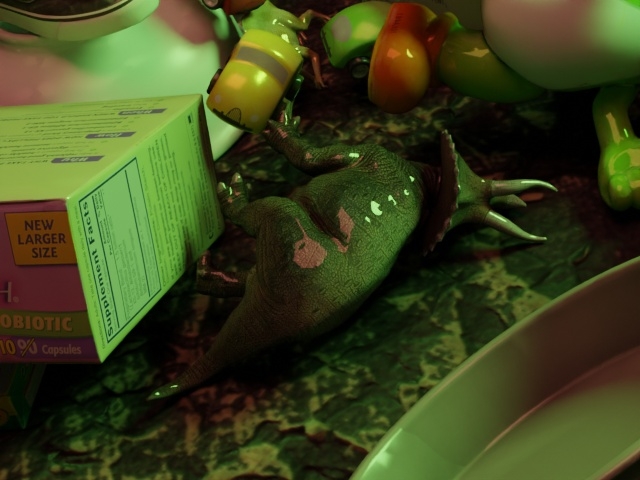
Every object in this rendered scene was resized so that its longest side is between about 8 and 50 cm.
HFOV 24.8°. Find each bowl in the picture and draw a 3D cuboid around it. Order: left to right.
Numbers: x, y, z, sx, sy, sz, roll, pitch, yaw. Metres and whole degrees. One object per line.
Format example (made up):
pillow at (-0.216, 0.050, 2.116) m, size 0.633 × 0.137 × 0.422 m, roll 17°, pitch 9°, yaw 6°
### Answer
bowl at (-0.204, -0.164, 1.275) m, size 0.298 × 0.134 × 0.298 m, roll -10°, pitch 39°, yaw 9°

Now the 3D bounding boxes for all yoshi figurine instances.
yoshi figurine at (0.217, -0.131, 1.033) m, size 0.362 × 0.203 × 0.203 m, roll 13°, pitch 75°, yaw 8°

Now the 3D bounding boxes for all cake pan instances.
cake pan at (0.134, 0.104, 0.802) m, size 0.293 × 0.054 × 0.293 m, roll -35°, pitch 9°, yaw 6°

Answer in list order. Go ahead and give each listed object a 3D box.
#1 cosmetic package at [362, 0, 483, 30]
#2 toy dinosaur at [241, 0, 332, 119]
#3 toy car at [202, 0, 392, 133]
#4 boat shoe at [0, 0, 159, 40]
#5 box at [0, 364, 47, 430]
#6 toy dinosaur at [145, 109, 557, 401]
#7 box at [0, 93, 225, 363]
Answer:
cosmetic package at (0.217, -0.326, 1.292) m, size 0.365 × 0.155 × 0.197 m, roll -34°, pitch 43°, yaw -21°
toy dinosaur at (-0.036, -0.182, 1.247) m, size 0.092 × 0.053 × 0.183 m, roll 3°, pitch 55°, yaw -44°
toy car at (-0.003, -0.177, 1.193) m, size 0.225 × 0.053 × 0.239 m, roll 5°, pitch 46°, yaw -26°
boat shoe at (-0.229, -0.215, 1.182) m, size 0.219 × 0.070 × 0.078 m, roll 13°, pitch 48°, yaw 31°
box at (-0.294, 0.095, 1.080) m, size 0.179 × 0.043 × 0.105 m, roll -3°, pitch 42°, yaw 13°
toy dinosaur at (0.000, 0.000, 1.024) m, size 0.313 × 0.121 × 0.160 m, roll -36°, pitch 36°, yaw -25°
box at (-0.214, -0.013, 1.059) m, size 0.213 × 0.117 × 0.243 m, roll -2°, pitch 20°, yaw 18°
